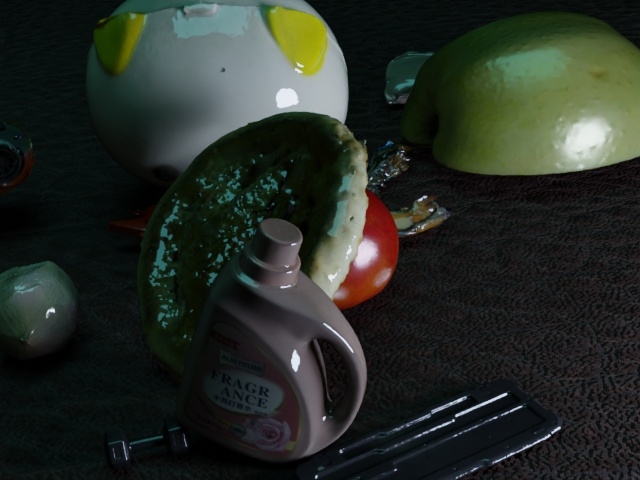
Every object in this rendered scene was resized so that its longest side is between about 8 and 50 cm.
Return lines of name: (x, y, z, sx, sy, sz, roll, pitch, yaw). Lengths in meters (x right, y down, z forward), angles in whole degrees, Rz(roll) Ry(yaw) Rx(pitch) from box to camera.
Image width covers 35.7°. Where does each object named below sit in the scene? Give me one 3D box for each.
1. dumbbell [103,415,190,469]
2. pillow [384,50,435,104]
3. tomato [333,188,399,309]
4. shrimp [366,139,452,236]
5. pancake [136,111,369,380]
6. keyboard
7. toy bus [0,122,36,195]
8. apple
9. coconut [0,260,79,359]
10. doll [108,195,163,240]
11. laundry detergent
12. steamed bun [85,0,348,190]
dumbbell: (-0.170, 0.199, 0.977, 0.083, 0.040, 0.036, -11, 61, -11)
pillow: (0.248, -0.302, 1.800, 0.270, 0.067, 0.173, -4, 33, 4)
tomato: (0.000, 0.000, 1.210, 0.195, 0.136, 0.195, -5, 29, 3)
shrimp: (0.097, -0.071, 1.412, 0.222, 0.054, 0.290, 12, 33, 30)
pancake: (-0.082, -0.007, 1.115, 0.356, 0.065, 0.356, -24, 45, 26)
keyboard: (0.103, 0.200, 0.950, 0.262, 0.016, 0.106, -18, 31, -24)
toy bus: (-0.568, -0.065, 1.413, 0.329, 0.153, 0.143, -20, 33, -22)
apple: (0.318, -0.205, 1.532, 0.360, 0.320, 0.312, -10, 71, -13)
coconut: (-0.336, 0.085, 1.147, 0.110, 0.110, 0.124, -8, 22, -5)
doll: (-0.195, -0.019, 1.360, 0.169, 0.057, 0.109, 14, 32, 32)
laundry detergent: (-0.032, 0.100, 0.925, 0.171, 0.237, 0.076, 23, 31, 2)
steamed bun: (-0.147, -0.215, 1.423, 0.373, 0.334, 0.334, -4, 28, 2)
